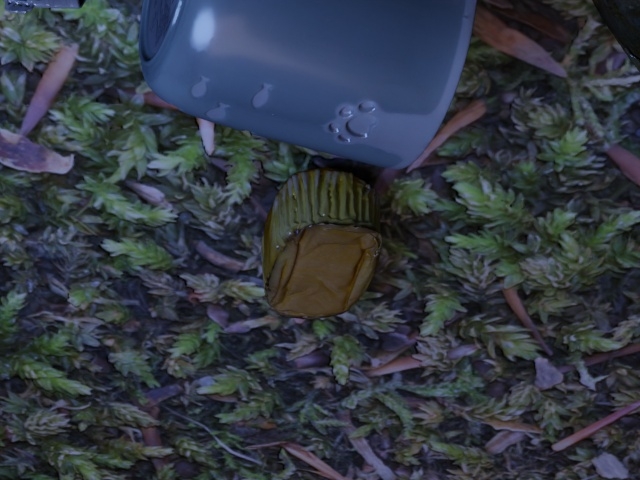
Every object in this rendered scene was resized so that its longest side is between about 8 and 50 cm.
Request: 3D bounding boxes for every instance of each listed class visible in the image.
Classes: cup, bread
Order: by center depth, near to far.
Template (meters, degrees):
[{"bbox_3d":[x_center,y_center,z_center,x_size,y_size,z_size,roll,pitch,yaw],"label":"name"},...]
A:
[{"bbox_3d":[-0.039,-0.221,1.821,0.274,0.259,0.356,13,171,-19],"label":"cup"},{"bbox_3d":[0.000,0.000,2.127,0.132,0.114,0.190,7,144,-14],"label":"bread"}]

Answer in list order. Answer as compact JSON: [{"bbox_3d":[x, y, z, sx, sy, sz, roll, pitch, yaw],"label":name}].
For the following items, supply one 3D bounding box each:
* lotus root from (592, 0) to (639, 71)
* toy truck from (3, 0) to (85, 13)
[{"bbox_3d":[0.344,-0.275,1.753,0.179,0.196,0.397,-22,125,20],"label":"lotus root"},{"bbox_3d":[-0.302,-0.350,1.829,0.125,0.101,0.242,0,132,14],"label":"toy truck"}]
